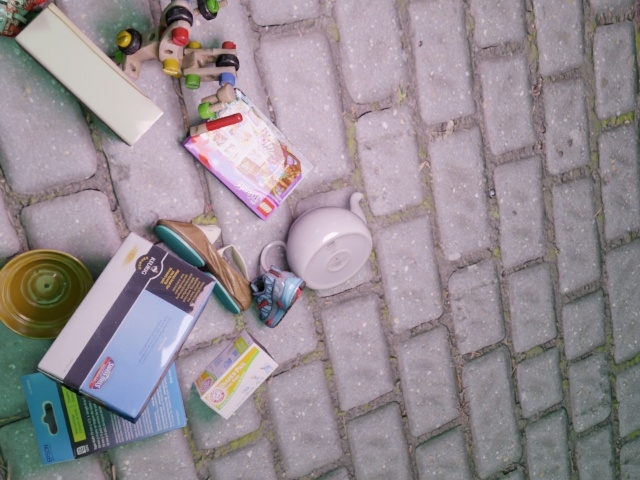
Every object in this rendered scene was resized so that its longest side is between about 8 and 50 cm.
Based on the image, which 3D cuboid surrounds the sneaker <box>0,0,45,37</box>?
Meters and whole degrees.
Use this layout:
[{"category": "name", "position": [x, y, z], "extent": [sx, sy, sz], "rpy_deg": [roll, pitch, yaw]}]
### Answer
[{"category": "sneaker", "position": [-0.632, -0.516, 1.285], "extent": [0.270, 0.090, 0.145], "rpy_deg": [-10, 104, -17]}]

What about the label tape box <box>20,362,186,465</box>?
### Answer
[{"category": "label tape box", "position": [-0.537, 0.388, 1.511], "extent": [0.347, 0.115, 0.249], "rpy_deg": [-11, 105, -18]}]

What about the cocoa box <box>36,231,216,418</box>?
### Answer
[{"category": "cocoa box", "position": [-0.426, 0.206, 1.363], "extent": [0.227, 0.231, 0.347], "rpy_deg": [30, 65, -5]}]

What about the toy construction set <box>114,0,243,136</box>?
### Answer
[{"category": "toy construction set", "position": [-0.332, -0.395, 1.392], "extent": [0.237, 0.257, 0.309], "rpy_deg": [-13, 96, 20]}]

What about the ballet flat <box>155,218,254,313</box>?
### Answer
[{"category": "ballet flat", "position": [-0.279, 0.042, 1.556], "extent": [0.342, 0.116, 0.124], "rpy_deg": [51, 60, -24]}]

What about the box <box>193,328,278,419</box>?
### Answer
[{"category": "box", "position": [-0.232, 0.364, 1.633], "extent": [0.203, 0.114, 0.103], "rpy_deg": [-45, 114, -7]}]

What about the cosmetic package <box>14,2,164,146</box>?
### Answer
[{"category": "cosmetic package", "position": [-0.510, -0.359, 1.334], "extent": [0.113, 0.160, 0.309], "rpy_deg": [-49, 116, -7]}]

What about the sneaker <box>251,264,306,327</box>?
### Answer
[{"category": "sneaker", "position": [-0.126, 0.138, 1.588], "extent": [0.125, 0.262, 0.104], "rpy_deg": [36, 55, 1]}]

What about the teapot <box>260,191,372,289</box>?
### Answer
[{"category": "teapot", "position": [0.000, 0.000, 1.622], "extent": [0.256, 0.187, 0.253], "rpy_deg": [1, 129, -40]}]

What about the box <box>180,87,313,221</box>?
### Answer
[{"category": "box", "position": [-0.185, -0.220, 1.557], "extent": [0.201, 0.057, 0.293], "rpy_deg": [-49, 115, -7]}]

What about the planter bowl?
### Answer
[{"category": "planter bowl", "position": [-0.648, 0.117, 1.414], "extent": [0.217, 0.090, 0.217], "rpy_deg": [-5, 104, -21]}]
